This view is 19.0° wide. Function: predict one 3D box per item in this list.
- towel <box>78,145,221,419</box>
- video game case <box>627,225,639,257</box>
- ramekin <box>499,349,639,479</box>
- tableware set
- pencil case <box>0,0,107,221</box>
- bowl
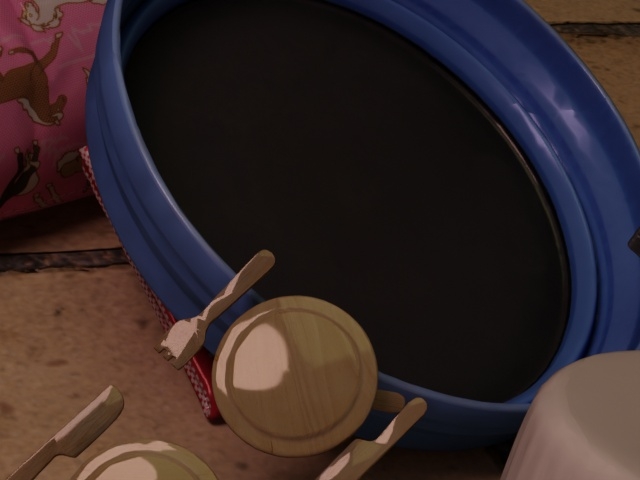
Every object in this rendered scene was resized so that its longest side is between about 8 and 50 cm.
[{"bbox_3d":[0.000,0.000,1.215,0.275,0.031,0.199,-13,64,-36],"label":"towel"},{"bbox_3d":[0.319,0.029,1.253,0.196,0.026,0.274,41,25,12],"label":"video game case"},{"bbox_3d":[0.208,0.161,0.933,0.277,0.135,0.277,12,17,-4],"label":"ramekin"},{"bbox_3d":[-0.050,0.111,0.986,0.194,0.039,0.128,-43,75,-13],"label":"tableware set"},{"bbox_3d":[-0.173,-0.101,1.250,0.386,0.160,0.167,-21,55,-44],"label":"pencil case"},{"bbox_3d":[0.034,-0.046,1.181,0.391,0.077,0.391,20,46,-22],"label":"bowl"}]
